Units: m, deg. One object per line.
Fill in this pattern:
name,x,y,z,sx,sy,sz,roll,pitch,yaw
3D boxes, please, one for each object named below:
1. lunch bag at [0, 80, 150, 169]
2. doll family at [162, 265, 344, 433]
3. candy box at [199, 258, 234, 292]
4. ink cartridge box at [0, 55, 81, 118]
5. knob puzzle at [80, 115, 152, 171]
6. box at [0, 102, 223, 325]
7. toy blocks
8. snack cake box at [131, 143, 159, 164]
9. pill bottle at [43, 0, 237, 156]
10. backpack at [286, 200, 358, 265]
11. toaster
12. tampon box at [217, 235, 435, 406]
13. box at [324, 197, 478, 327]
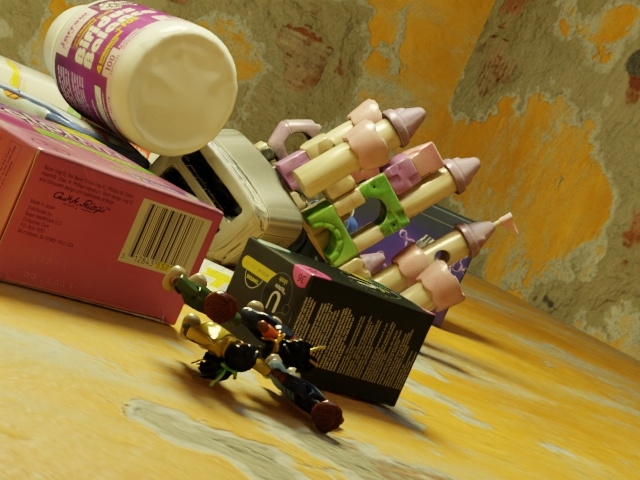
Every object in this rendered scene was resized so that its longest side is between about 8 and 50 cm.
lunch bag,-0.385,-0.138,1.802,0.303,0.115,0.243,27,3,22
doll family,-0.048,0.090,1.108,0.193,0.076,0.111,25,-1,-29
candy box,-0.104,0.056,1.512,0.105,0.027,0.206,27,5,2
ink cartridge box,-0.529,-0.234,2.103,0.353,0.119,0.207,21,6,-40
knob puzzle,-0.279,-0.101,1.945,0.213,0.030,0.213,40,-17,15
box,-0.253,-0.039,1.261,0.214,0.117,0.243,20,6,-46
toy blocks,0.103,-0.067,1.931,0.288,0.260,0.309,61,-8,-15
snack cake box,-0.283,-0.148,2.192,0.089,0.152,0.264,22,5,-34
pill bottle,-0.248,-0.223,1.801,0.169,0.169,0.301,21,4,-37
backpack,0.000,0.000,2.144,0.098,0.120,0.101,25,4,18
toaster,-0.132,-0.064,1.845,0.227,0.129,0.146,55,14,9
tampon box,0.002,0.078,1.324,0.161,0.101,0.120,20,5,-38
box,0.116,0.005,2.294,0.261,0.184,0.103,24,4,2
